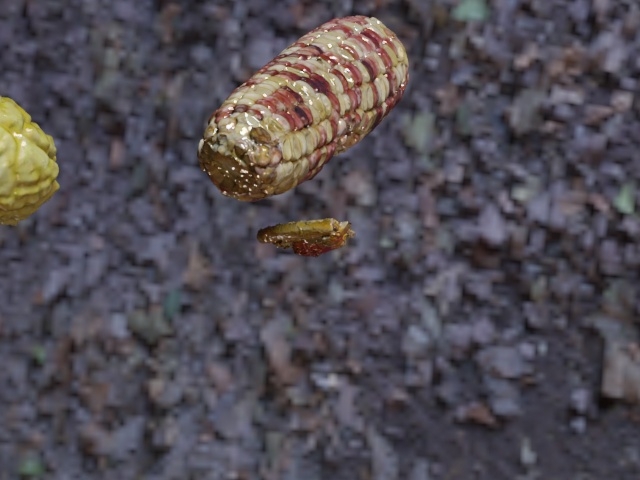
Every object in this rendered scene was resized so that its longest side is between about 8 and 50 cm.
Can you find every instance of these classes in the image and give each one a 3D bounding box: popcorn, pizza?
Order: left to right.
[{"bbox_3d":[-0.348,-0.092,1.967,0.173,0.173,0.142,31,102,55],"label":"popcorn"},{"bbox_3d":[0.000,0.001,1.442,0.083,0.078,0.025,-10,76,49],"label":"pizza"}]

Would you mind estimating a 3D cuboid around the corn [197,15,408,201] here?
[{"bbox_3d":[-0.012,-0.099,1.480,0.098,0.290,0.098,8,115,18],"label":"corn"}]
